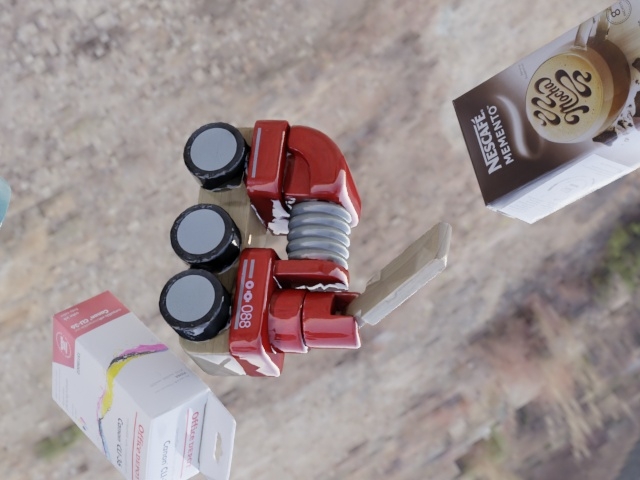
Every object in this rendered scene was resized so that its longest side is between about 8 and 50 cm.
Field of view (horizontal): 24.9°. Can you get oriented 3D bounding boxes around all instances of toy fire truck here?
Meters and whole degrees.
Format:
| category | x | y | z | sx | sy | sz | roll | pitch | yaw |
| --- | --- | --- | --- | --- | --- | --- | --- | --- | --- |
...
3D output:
| category | x | y | z | sx | sy | sz | roll | pitch | yaw |
| --- | --- | --- | --- | --- | --- | --- | --- | --- | --- |
| toy fire truck | 0.000 | 0.000 | 1.235 | 0.246 | 0.217 | 0.158 | 0 | 155 | 14 |

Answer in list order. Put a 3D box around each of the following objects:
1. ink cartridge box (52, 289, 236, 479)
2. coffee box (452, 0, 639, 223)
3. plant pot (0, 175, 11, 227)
| category | x | y | z | sx | sy | sz | roll | pitch | yaw |
| --- | --- | --- | --- | --- | --- | --- | --- | --- | --- |
| ink cartridge box | -0.165 | 0.153 | 1.323 | 0.067 | 0.198 | 0.115 | -26 | 141 | -34 |
| coffee box | 0.335 | -0.164 | 1.834 | 0.297 | 0.168 | 0.119 | -30 | 152 | 29 |
| plant pot | -0.397 | -0.027 | 1.261 | 0.196 | 0.293 | 0.293 | 34 | 116 | -24 |
